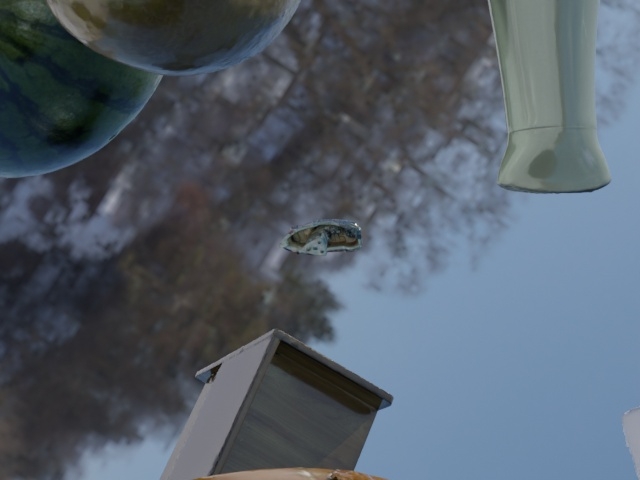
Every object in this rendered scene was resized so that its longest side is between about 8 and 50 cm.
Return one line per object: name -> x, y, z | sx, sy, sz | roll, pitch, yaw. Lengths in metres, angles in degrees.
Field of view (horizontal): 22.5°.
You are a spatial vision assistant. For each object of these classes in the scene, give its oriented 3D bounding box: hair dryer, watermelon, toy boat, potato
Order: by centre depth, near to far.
hair dryer -> 0.043, -0.129, 0.886 | 0.075, 0.237, 0.206 | 144, -54, -82
potato -> -0.095, -0.183, 0.984 | 0.251, 0.174, 0.159 | -69, 167, -71
watermelon -> -0.296, -0.197, 1.302 | 0.330, 0.331, 0.189 | -55, 174, 16
toy boat -> 0.000, 0.000, 1.533 | 0.038, 0.083, 0.038 | -5, 90, -75

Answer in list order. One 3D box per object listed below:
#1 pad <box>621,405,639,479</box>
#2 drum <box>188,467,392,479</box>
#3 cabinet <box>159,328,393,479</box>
pad -> 0.332, 0.153, 1.105 | 0.232, 0.156, 0.004 | -18, -176, -6
drum -> 0.001, 0.317, 0.664 | 0.431, 0.431, 0.214 | -58, -155, -2
cabinet -> -0.057, 0.214, 1.566 | 0.215, 0.148, 0.174 | -31, -150, 60
